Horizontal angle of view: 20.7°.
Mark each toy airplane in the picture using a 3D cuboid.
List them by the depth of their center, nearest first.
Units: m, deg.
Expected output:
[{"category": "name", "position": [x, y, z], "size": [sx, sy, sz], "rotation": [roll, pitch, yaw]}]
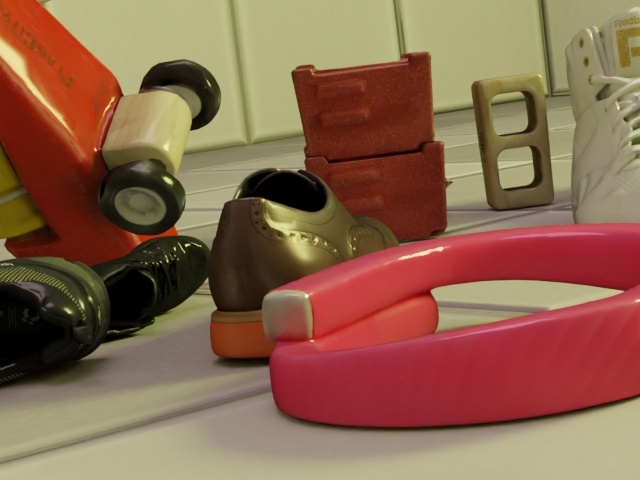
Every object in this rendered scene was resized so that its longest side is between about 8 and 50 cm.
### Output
[{"category": "toy airplane", "position": [-0.288, -0.125, 1.233], "size": [0.272, 0.384, 0.386], "rotation": [-27, -13, 32]}]

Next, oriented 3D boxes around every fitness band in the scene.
[{"category": "fitness band", "position": [0.097, 0.034, 0.872], "size": [0.209, 0.054, 0.291], "rotation": [-3, 8, 30]}]

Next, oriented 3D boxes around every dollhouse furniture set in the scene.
[{"category": "dollhouse furniture set", "position": [0.167, -0.098, 1.530], "size": [0.374, 0.152, 0.201], "rotation": [-7, 6, -1]}]

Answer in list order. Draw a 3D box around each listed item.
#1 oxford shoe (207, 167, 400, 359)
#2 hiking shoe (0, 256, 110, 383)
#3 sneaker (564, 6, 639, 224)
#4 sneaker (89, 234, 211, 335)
[{"category": "oxford shoe", "position": [0.000, 0.000, 1.071], "size": [0.097, 0.098, 0.271], "rotation": [-6, 6, 12]}, {"category": "hiking shoe", "position": [-0.236, 0.045, 0.991], "size": [0.227, 0.086, 0.114], "rotation": [-7, 3, -2]}, {"category": "sneaker", "position": [0.230, -0.087, 1.295], "size": [0.108, 0.169, 0.292], "rotation": [-6, 7, -3]}, {"category": "sneaker", "position": [-0.124, 0.035, 1.141], "size": [0.170, 0.051, 0.089], "rotation": [-17, 11, -35]}]
